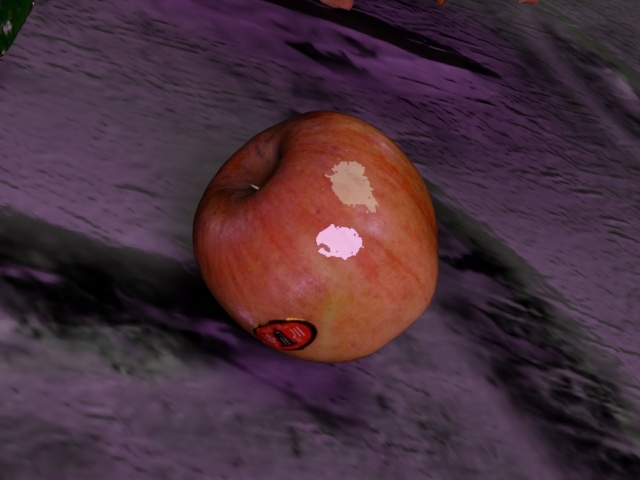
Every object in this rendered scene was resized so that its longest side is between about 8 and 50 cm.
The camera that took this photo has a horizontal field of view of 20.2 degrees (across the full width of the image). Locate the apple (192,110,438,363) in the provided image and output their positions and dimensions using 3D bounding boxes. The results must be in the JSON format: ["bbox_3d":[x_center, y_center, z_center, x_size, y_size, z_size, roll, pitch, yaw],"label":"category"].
[{"bbox_3d":[0.000,0.000,0.593,0.071,0.084,0.084,49,15,-28],"label":"apple"}]

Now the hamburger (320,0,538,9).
[{"bbox_3d":[0.022,-0.253,0.841,0.445,0.287,0.268,28,25,-11],"label":"hamburger"}]

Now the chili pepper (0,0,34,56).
[{"bbox_3d":[-0.177,-0.074,0.560,0.122,0.065,0.279,34,22,30],"label":"chili pepper"}]
